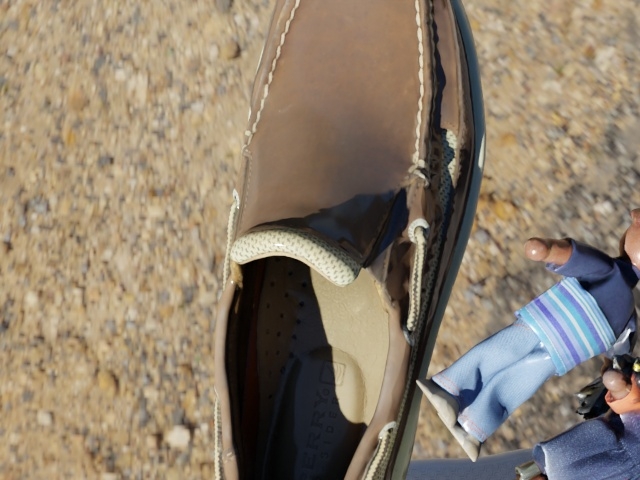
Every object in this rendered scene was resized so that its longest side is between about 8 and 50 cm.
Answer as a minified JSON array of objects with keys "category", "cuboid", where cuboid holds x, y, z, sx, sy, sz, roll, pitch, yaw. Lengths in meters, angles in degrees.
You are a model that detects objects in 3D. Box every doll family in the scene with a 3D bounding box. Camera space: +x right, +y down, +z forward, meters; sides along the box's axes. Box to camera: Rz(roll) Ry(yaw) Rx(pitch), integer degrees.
[{"category":"doll family","cuboid":[0.113,0.067,0.551,0.111,0.076,0.193,-36,143,-1]}]

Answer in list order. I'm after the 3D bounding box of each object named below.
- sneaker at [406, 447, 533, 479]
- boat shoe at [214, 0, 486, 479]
[{"category":"sneaker","cuboid":[0.116,0.236,1.140,0.296,0.104,0.147,7,146,-32]},{"category":"boat shoe","cuboid":[0.008,0.001,0.540,0.095,0.095,0.257,3,88,14]}]
